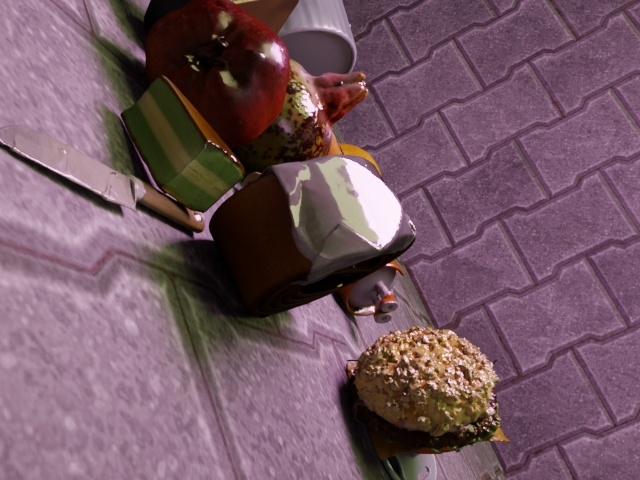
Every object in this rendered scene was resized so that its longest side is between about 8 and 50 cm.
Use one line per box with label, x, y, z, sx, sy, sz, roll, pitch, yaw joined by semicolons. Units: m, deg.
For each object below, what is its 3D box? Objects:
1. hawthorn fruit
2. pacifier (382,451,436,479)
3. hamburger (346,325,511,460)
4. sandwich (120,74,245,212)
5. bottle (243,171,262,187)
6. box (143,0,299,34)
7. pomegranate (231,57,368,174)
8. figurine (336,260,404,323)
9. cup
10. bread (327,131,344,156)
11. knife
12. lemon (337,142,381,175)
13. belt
hawthorn fruit;-0.132;-0.200;0.810;0.185;0.185;0.202;62;-7;0
pacifier;0.153;0.322;1.008;0.126;0.116;0.150;-4;69;-51
hamburger;0.159;0.214;0.973;0.262;0.243;0.139;-124;-146;-63
sandwich;-0.145;-0.100;0.669;0.116;0.074;0.074;55;10;29
bottle;-0.050;-0.055;1.057;0.269;0.083;0.083;31;32;-63
box;-0.146;-0.336;0.930;0.201;0.144;0.090;-27;83;-36
pomegranate;-0.039;-0.210;1.041;0.214;0.247;0.214;-22;90;-83
figurine;0.086;0.054;1.300;0.143;0.143;0.271;56;13;-33
cup;-0.102;-0.461;1.250;0.401;0.310;0.392;31;38;-68
bread;-0.019;-0.154;1.294;0.241;0.136;0.107;69;11;19
knife;-0.177;-0.045;0.572;0.047;0.017;0.298;71;12;20
lemon;0.046;-0.130;1.446;0.244;0.186;0.187;51;15;-50
belt;0.000;0.000;0.766;0.122;0.217;0.338;64;12;10
